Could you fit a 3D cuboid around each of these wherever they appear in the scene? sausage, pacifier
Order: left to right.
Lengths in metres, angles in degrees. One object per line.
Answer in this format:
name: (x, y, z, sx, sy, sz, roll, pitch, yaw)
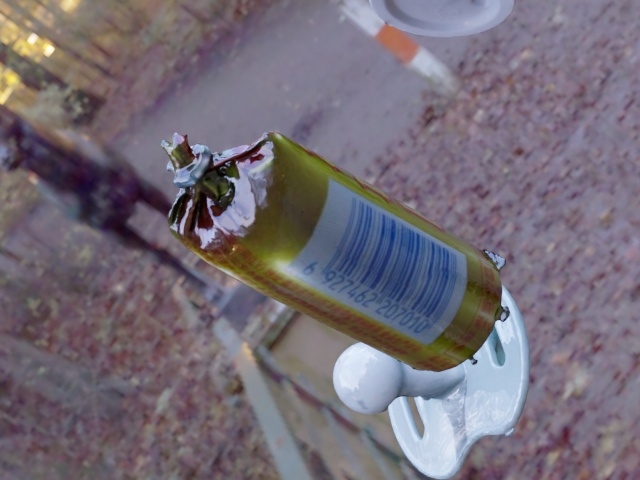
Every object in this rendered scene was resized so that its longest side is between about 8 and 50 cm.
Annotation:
sausage: (-0.002, 0.000, 0.933, 0.125, 0.317, 0.117, -23, 50, 40)
pacifier: (0.138, 0.174, 1.685, 0.343, 0.269, 0.288, -52, 45, 43)

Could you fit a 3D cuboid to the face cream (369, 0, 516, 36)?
face cream: (0.134, -0.400, 1.225, 0.145, 0.145, 0.370, -28, 51, 57)
